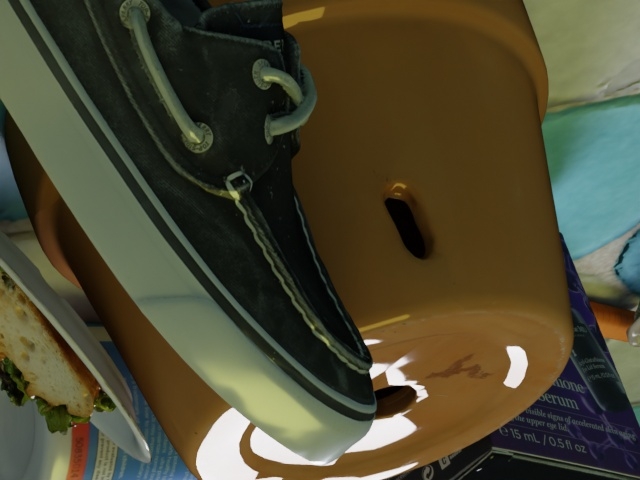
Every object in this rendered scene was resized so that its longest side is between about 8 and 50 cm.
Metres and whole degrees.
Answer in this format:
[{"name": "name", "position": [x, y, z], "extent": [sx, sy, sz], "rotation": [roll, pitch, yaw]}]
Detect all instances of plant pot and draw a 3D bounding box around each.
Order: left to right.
[{"name": "plant pot", "position": [0.000, 0.000, 0.763], "extent": [0.291, 0.203, 0.291], "rotation": [-14, 151, -8]}]

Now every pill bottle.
[{"name": "pill bottle", "position": [-0.100, 0.115, 0.979], "extent": [0.222, 0.124, 0.124], "rotation": [1, 145, -32]}]

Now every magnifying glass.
[{"name": "magnifying glass", "position": [0.178, 0.055, 1.153], "extent": [0.231, 0.026, 0.092], "rotation": [11, 139, -44]}]

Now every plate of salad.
[{"name": "plate of salad", "position": [-0.160, 0.045, 0.756], "extent": [0.048, 0.200, 0.200], "rotation": [-43, 156, -16]}]

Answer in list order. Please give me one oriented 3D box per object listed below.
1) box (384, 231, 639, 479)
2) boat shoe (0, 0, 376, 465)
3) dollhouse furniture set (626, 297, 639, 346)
[{"name": "box", "position": [0.100, 0.084, 0.948], "extent": [0.153, 0.207, 0.108], "rotation": [15, 135, -37]}, {"name": "boat shoe", "position": [-0.051, -0.055, 0.578], "extent": [0.102, 0.301, 0.108], "rotation": [-34, 180, 10]}, {"name": "dollhouse furniture set", "position": [0.345, -0.020, 1.077], "extent": [0.198, 0.151, 0.301], "rotation": [1, 165, 0]}]
